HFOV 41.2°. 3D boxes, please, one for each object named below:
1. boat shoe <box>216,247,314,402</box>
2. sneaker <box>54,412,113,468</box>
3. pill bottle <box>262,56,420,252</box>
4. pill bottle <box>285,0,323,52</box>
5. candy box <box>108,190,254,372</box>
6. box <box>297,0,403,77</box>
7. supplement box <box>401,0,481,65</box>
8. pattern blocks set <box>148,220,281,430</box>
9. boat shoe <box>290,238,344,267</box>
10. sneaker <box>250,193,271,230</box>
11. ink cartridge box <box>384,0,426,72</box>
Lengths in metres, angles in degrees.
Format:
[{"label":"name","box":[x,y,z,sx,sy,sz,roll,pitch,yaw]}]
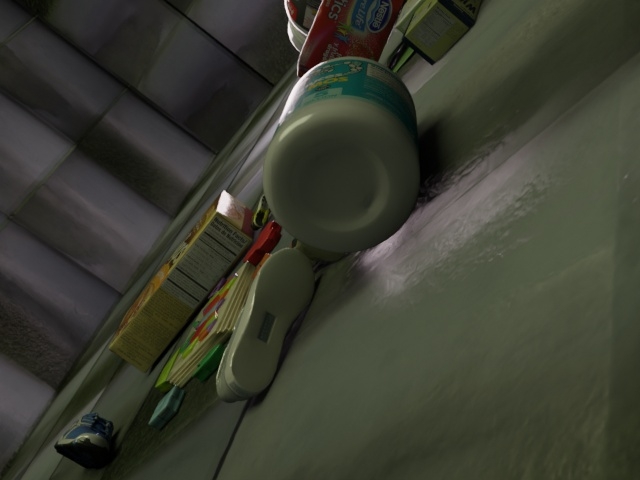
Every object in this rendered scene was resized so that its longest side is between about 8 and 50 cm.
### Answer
[{"label":"boat shoe","box":[-0.059,0.088,0.882,0.063,0.066,0.184,-38,28,47]},{"label":"sneaker","box":[-0.372,0.312,1.356,0.081,0.080,0.211,-61,16,-23]},{"label":"pill bottle","box":[0.028,-0.104,0.879,0.146,0.146,0.264,-48,13,22]},{"label":"pill bottle","box":[0.028,-0.581,1.920,0.210,0.210,0.363,-59,-6,-25]},{"label":"candy box","box":[-0.245,0.070,1.547,0.316,0.087,0.183,-51,12,10]},{"label":"box","box":[0.063,-0.376,1.412,0.128,0.123,0.256,-152,85,-87]},{"label":"supplement box","box":[0.162,-0.295,1.133,0.083,0.056,0.083,-43,16,40]},{"label":"pattern blocks set","box":[-0.152,0.115,1.220,0.285,0.026,0.325,-49,13,17]},{"label":"boat shoe","box":[0.000,0.000,0.934,0.043,0.049,0.137,-56,8,-25]},{"label":"sneaker","box":[-0.103,-0.051,1.492,0.035,0.031,0.083,-41,17,47]},{"label":"ink cartridge box","box":[0.151,-0.356,1.360,0.235,0.056,0.171,-42,16,35]}]
